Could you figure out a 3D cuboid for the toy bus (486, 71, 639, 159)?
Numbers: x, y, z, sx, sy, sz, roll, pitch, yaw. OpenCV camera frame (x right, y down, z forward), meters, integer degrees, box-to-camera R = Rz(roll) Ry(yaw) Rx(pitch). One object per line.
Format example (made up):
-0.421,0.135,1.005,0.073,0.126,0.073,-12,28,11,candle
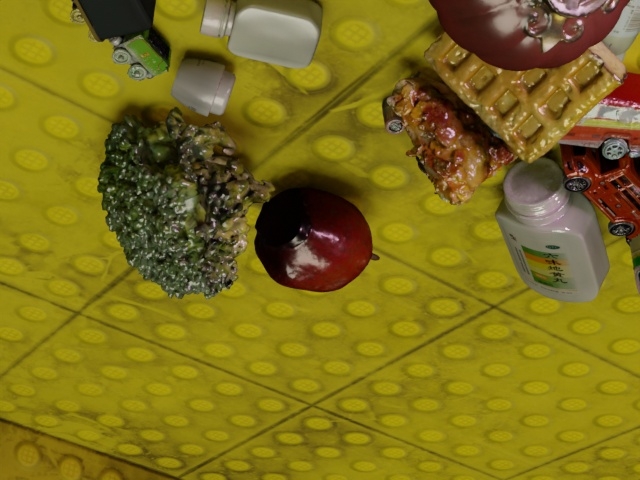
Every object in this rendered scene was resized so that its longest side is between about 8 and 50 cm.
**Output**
0.407,-0.220,1.938,0.265,0.121,0.119,7,138,-2,toy bus

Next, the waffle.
0.309,-0.267,1.812,0.248,0.055,0.221,46,133,1,waffle

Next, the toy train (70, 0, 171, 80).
-0.318,-0.334,1.906,0.081,0.060,0.202,-22,138,23,toy train

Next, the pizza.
0.229,-0.154,1.948,0.290,0.228,0.081,31,140,-32,pizza

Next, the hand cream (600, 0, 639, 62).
0.438,-0.369,1.729,0.147,0.093,0.305,27,146,10,hand cream

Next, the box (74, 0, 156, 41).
-0.308,-0.402,1.728,0.090,0.144,0.201,-7,143,11,box

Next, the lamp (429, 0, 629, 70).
0.281,-0.377,1.582,0.303,0.257,0.303,-8,113,-19,lamp

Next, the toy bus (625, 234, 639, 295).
0.741,0.037,2.211,0.306,0.179,0.143,-18,140,29,toy bus

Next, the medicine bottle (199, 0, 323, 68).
-0.094,-0.336,1.864,0.183,0.069,0.119,10,147,-10,medicine bottle

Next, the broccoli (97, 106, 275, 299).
-0.252,-0.070,2.103,0.334,0.272,0.324,22,157,35,broccoli

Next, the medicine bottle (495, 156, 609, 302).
0.426,-0.018,2.208,0.179,0.124,0.324,18,153,32,medicine bottle

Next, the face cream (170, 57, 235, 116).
-0.195,-0.256,1.976,0.095,0.091,0.091,19,144,-7,face cream

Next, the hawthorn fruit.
0.000,0.000,2.236,0.250,0.215,0.215,8,147,-20,hawthorn fruit

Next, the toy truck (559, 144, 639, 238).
0.515,-0.110,2.088,0.114,0.107,0.253,-22,139,31,toy truck

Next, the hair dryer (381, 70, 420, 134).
0.141,-0.238,1.996,0.037,0.063,0.114,17,129,-18,hair dryer
